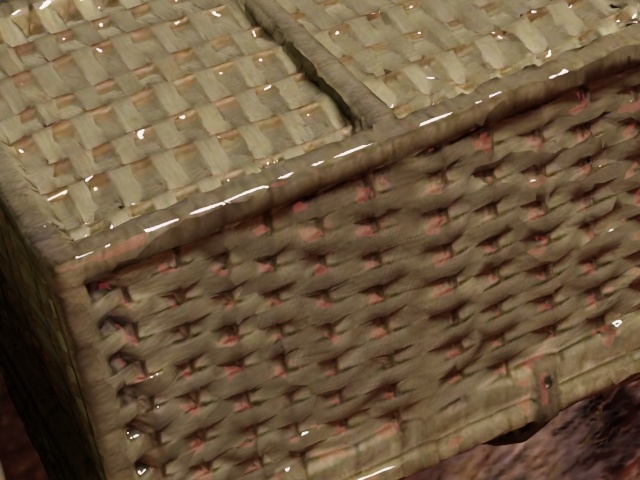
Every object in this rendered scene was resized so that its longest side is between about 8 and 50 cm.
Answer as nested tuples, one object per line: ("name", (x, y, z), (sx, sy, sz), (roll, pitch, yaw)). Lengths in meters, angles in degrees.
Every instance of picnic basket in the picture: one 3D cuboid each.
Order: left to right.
("picnic basket", (0.000, 0.000, 0.589), (0.196, 0.134, 0.154), (-23, 131, -17))

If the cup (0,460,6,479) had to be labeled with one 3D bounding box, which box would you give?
("cup", (-0.158, 0.132, 0.508), (0.202, 0.255, 0.173), (-60, 162, 19))
